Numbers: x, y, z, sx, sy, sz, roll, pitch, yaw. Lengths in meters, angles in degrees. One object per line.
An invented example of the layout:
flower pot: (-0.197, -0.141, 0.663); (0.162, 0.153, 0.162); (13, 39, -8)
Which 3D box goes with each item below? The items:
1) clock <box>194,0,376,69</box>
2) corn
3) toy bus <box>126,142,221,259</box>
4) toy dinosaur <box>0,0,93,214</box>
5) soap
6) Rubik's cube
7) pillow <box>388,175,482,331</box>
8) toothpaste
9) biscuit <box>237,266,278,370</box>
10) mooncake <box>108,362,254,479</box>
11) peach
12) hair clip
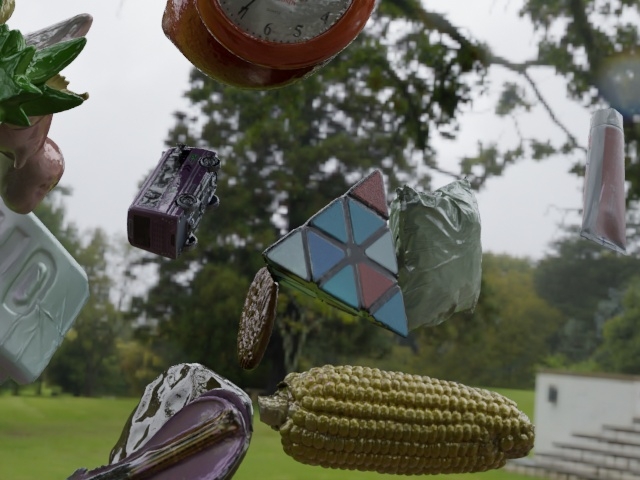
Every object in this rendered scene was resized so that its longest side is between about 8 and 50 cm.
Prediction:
clock: (-0.038, -0.287, 1.057); (0.205, 0.205, 0.051); (5, -1, 0)
corn: (0.093, 0.225, 1.206); (0.347, 0.130, 0.130); (7, -7, -7)
toy bus: (-0.206, -0.061, 1.387); (0.098, 0.087, 0.178); (13, 39, 7)
toy dinosaur: (-0.251, -0.117, 0.857); (0.152, 0.194, 0.177); (16, -1, 17)
soap: (-0.494, 0.020, 1.360); (0.115, 0.208, 0.347); (-11, -52, 34)
Rubik's cube: (0.000, 0.000, 1.504); (0.284, 0.250, 0.234); (27, 12, 36)
pillow: (0.243, 0.024, 2.032); (0.138, 0.310, 0.283); (4, 7, 41)
toothpaste: (0.347, -0.074, 1.192); (0.067, 0.194, 0.043); (23, -33, -17)
biscuit: (-0.116, 0.139, 1.742); (0.027, 0.187, 0.188); (13, -8, -17)
mooncake: (-0.259, 0.361, 1.769); (0.155, 0.284, 0.284); (37, -20, -23)
peach: (-0.096, -0.334, 1.420); (0.362, 0.201, 0.258); (-21, -39, 28)
hair clip: (-0.244, 0.328, 1.385); (0.359, 0.110, 0.095); (-25, -54, 10)
